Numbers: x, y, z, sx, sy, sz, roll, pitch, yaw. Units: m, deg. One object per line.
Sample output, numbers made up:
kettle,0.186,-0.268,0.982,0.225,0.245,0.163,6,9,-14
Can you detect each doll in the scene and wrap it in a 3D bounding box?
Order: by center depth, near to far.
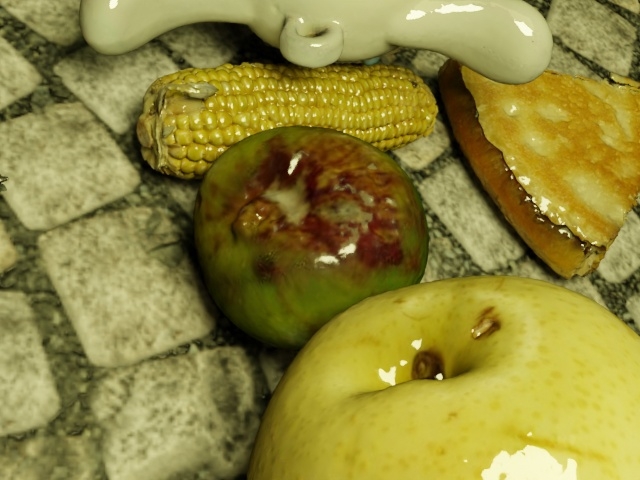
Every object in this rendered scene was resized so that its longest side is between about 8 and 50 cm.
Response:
doll,-0.004,-0.271,0.906,0.376,0.187,0.365,17,46,-19

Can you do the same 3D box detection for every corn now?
corn,-0.023,-0.116,0.885,0.293,0.106,0.106,-11,68,-31

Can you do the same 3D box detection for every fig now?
fig,0.000,0.000,0.791,0.191,0.181,0.181,26,48,-46

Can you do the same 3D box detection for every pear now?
pear,0.105,0.180,0.652,0.309,0.309,0.309,11,58,-19

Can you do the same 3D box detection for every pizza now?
pizza,0.239,-0.119,1.024,0.251,0.074,0.287,43,53,2

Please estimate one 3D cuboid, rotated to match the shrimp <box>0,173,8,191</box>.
shrimp,-0.389,-0.040,0.693,0.317,0.062,0.164,-9,64,-26
